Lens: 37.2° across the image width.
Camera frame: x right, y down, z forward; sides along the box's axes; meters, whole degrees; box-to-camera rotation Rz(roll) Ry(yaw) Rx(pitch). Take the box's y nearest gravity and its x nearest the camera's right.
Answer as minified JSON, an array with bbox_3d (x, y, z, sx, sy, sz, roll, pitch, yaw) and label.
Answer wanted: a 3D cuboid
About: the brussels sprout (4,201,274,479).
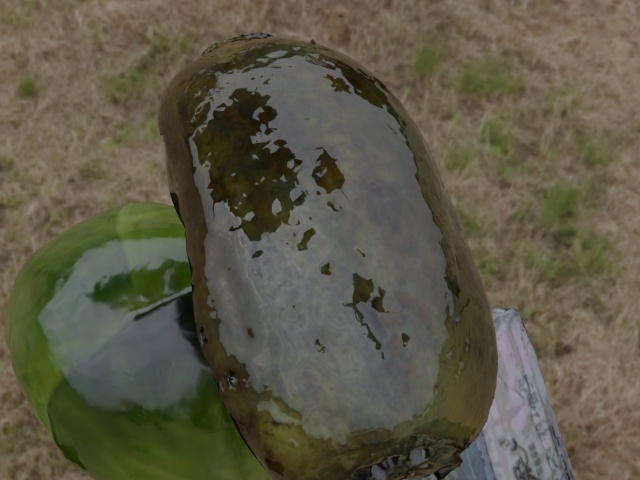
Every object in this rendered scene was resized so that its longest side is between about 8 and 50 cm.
[{"bbox_3d":[-0.111,0.102,0.746,0.219,0.271,0.210,-29,17,-15],"label":"brussels sprout"}]

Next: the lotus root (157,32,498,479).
[{"bbox_3d":[0.000,0.000,0.524,0.152,0.160,0.275,-31,62,13],"label":"lotus root"}]

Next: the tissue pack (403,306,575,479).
[{"bbox_3d":[0.045,0.230,0.903,0.124,0.394,0.288,-28,99,-45],"label":"tissue pack"}]
